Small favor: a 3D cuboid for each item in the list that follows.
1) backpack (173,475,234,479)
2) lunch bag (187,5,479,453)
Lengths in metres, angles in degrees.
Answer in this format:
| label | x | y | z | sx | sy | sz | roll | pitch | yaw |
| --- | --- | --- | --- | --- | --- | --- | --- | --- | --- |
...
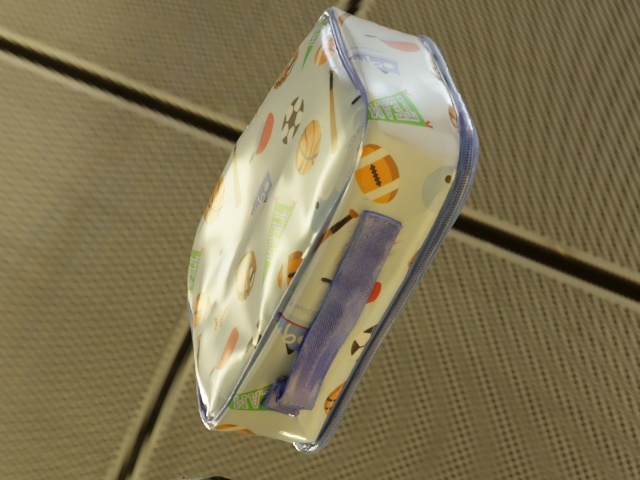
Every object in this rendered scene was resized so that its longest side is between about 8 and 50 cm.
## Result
| label | x | y | z | sx | sy | sz | roll | pitch | yaw |
| --- | --- | --- | --- | --- | --- | --- | --- | --- | --- |
| backpack | -0.101 | 0.253 | 1.166 | 0.188 | 0.144 | 0.165 | -24 | -103 | 52 |
| lunch bag | 0.000 | 0.000 | 1.196 | 0.303 | 0.115 | 0.243 | -64 | -157 | 25 |
